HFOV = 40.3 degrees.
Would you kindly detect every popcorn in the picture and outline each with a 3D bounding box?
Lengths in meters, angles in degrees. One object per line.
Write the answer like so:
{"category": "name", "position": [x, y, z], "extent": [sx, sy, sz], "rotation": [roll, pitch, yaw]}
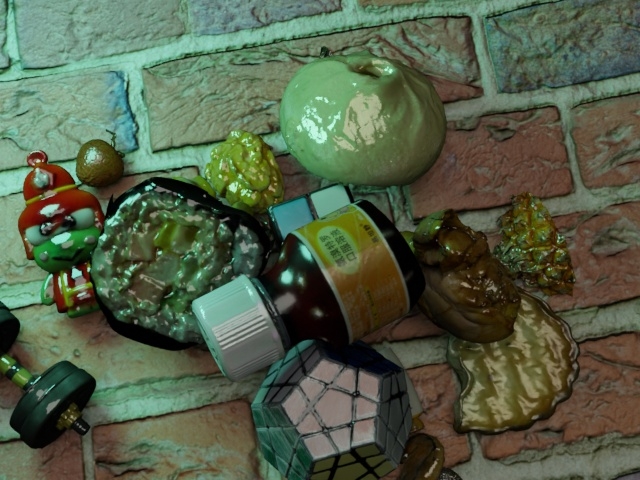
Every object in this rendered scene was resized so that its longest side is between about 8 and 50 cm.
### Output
{"category": "popcorn", "position": [-0.167, -0.149, 1.901], "extent": [0.163, 0.140, 0.194], "rotation": [-10, 73, -9]}

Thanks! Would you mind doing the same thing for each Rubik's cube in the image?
{"category": "Rubik's cube", "position": [0.025, 0.337, 1.700], "extent": [0.319, 0.319, 0.264], "rotation": [21, 102, 5]}
{"category": "Rubik's cube", "position": [0.000, -0.001, 1.838], "extent": [0.183, 0.180, 0.167], "rotation": [-22, 75, -4]}

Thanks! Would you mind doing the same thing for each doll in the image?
{"category": "doll", "position": [-0.537, -0.019, 1.838], "extent": [0.183, 0.160, 0.363], "rotation": [-20, 94, -3]}

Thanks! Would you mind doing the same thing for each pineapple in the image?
{"category": "pineapple", "position": [0.437, 0.014, 1.862], "extent": [0.164, 0.140, 0.249], "rotation": [-15, 78, -3]}

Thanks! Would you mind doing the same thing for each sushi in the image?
{"category": "sushi", "position": [-0.284, 0.034, 1.772], "extent": [0.328, 0.285, 0.328], "rotation": [18, 96, -8]}

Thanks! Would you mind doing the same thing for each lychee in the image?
{"category": "lychee", "position": [-0.484, -0.182, 1.923], "extent": [0.114, 0.101, 0.140], "rotation": [27, 82, 17]}
{"category": "lychee", "position": [0.254, 0.496, 1.763], "extent": [0.067, 0.068, 0.083], "rotation": [-20, 66, -49]}

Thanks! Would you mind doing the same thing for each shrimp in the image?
{"category": "shrimp", "position": [0.165, 0.509, 1.766], "extent": [0.066, 0.117, 0.262], "rotation": [36, 95, -24]}

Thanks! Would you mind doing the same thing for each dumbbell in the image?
{"category": "dumbbell", "position": [-0.617, 0.265, 1.758], "extent": [0.388, 0.185, 0.185], "rotation": [37, 77, 10]}

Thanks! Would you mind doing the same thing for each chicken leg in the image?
{"category": "chicken leg", "position": [0.227, 0.026, 1.756], "extent": [0.182, 0.295, 0.409], "rotation": [-39, 49, -17]}

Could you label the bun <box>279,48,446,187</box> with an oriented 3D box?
{"category": "bun", "position": [0.095, -0.281, 1.831], "extent": [0.364, 0.202, 0.364], "rotation": [7, 40, -5]}

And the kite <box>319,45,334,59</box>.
{"category": "kite", "position": [0.062, -0.358, 2.025], "extent": [0.189, 0.009, 0.232], "rotation": [-37, 79, -11]}

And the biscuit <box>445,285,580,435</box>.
{"category": "biscuit", "position": [0.365, 0.253, 1.827], "extent": [0.329, 0.078, 0.335], "rotation": [40, 78, 7]}

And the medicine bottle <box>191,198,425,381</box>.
{"category": "medicine bottle", "position": [-0.025, 0.107, 1.589], "extent": [0.395, 0.242, 0.242], "rotation": [-31, 77, -15]}

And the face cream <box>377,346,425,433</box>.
{"category": "face cream", "position": [0.160, 0.314, 1.817], "extent": [0.072, 0.051, 0.182], "rotation": [-20, 76, -10]}
